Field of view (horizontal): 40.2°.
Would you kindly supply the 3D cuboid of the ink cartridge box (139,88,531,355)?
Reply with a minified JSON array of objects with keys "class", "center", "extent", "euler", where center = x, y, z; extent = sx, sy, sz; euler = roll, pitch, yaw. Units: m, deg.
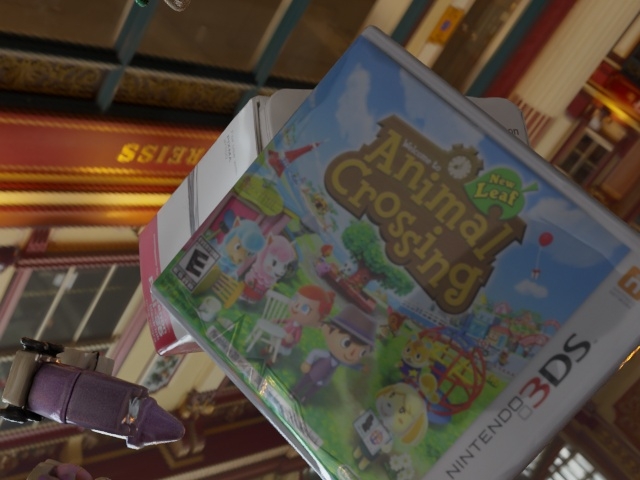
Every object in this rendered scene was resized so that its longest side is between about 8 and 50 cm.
[{"class":"ink cartridge box","center":[0.000,0.000,0.663],"extent":[0.207,0.283,0.117],"euler":[-3,-105,-26]}]

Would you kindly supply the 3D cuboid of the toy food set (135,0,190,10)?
[{"class":"toy food set","center":[-0.085,-0.156,0.439],"extent":[0.082,0.020,0.083],"euler":[-62,-41,-73]}]

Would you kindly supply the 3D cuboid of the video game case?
[{"class":"video game case","center":[0.039,0.024,0.448],"extent":[0.212,0.193,0.023],"euler":[43,-172,21]}]

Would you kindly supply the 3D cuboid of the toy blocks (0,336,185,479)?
[{"class":"toy blocks","center":[-0.131,0.270,0.748],"extent":[0.260,0.308,0.288],"euler":[13,171,8]}]
